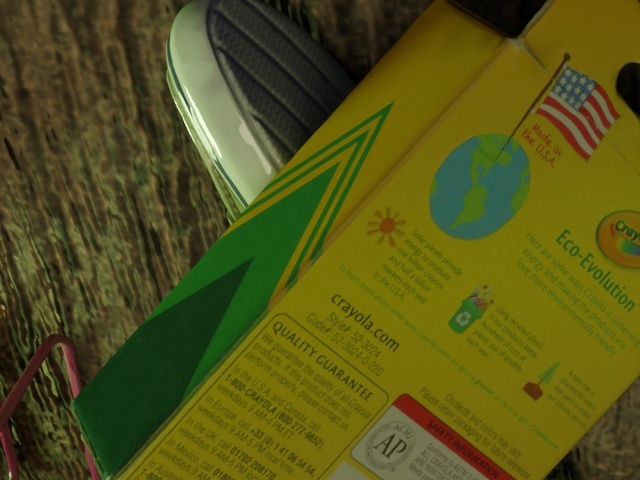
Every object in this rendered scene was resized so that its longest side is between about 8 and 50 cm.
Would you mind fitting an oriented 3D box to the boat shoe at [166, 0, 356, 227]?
[{"bbox_3d":[0.000,0.000,0.756,0.094,0.109,0.302,-19,122,32],"label":"boat shoe"}]

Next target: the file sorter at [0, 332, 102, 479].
[{"bbox_3d":[-0.318,0.161,0.942,0.291,0.182,0.202,7,128,13],"label":"file sorter"}]

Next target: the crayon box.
[{"bbox_3d":[0.061,0.030,0.674,0.318,0.081,0.202,-47,123,3],"label":"crayon box"}]

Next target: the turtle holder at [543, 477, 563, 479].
[{"bbox_3d":[0.039,0.301,0.895,0.227,0.243,0.320,47,138,2],"label":"turtle holder"}]
